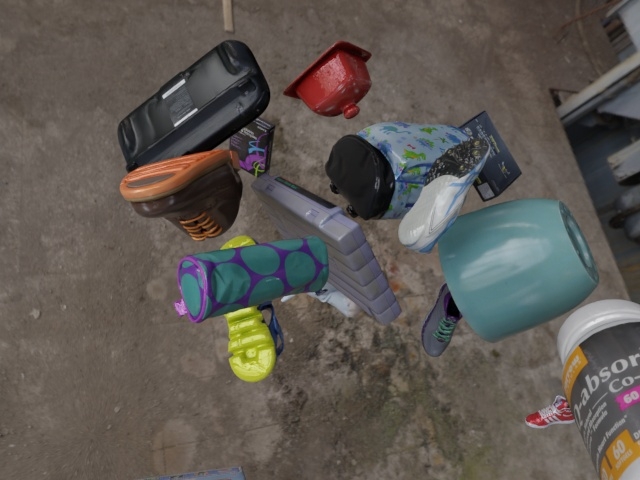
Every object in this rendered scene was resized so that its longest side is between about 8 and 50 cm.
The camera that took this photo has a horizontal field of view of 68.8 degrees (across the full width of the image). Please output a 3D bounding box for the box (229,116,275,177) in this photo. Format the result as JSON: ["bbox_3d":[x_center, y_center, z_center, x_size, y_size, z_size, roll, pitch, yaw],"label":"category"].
[{"bbox_3d":[-0.174,-0.241,1.165,0.116,0.162,0.029,30,47,15],"label":"box"}]

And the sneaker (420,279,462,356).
[{"bbox_3d":[0.311,0.207,1.185,0.083,0.098,0.223,13,106,4],"label":"sneaker"}]

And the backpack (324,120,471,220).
[{"bbox_3d":[0.237,-0.178,1.206,0.355,0.273,0.290,12,29,-29],"label":"backpack"}]

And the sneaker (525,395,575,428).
[{"bbox_3d":[0.548,0.408,1.112,0.118,0.067,0.042,-11,30,4],"label":"sneaker"}]

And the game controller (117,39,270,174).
[{"bbox_3d":[-0.242,-0.230,0.859,0.067,0.319,0.166,32,32,-60],"label":"game controller"}]

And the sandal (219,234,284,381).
[{"bbox_3d":[-0.152,0.145,1.024,0.126,0.138,0.317,-13,74,12],"label":"sandal"}]

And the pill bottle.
[{"bbox_3d":[0.364,0.186,0.509,0.162,0.162,0.278,40,23,-5],"label":"pill bottle"}]

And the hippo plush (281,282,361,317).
[{"bbox_3d":[0.029,0.062,1.386,0.294,0.236,0.234,12,55,24],"label":"hippo plush"}]

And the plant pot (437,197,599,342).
[{"bbox_3d":[0.429,0.044,0.990,0.293,0.235,0.293,32,45,-38],"label":"plant pot"}]

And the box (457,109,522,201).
[{"bbox_3d":[0.493,-0.256,1.404,0.183,0.059,0.232,-35,95,-38],"label":"box"}]

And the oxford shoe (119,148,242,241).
[{"bbox_3d":[-0.176,-0.061,0.702,0.130,0.363,0.132,-10,101,6],"label":"oxford shoe"}]

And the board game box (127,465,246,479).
[{"bbox_3d":[-0.304,0.565,0.973,0.308,0.302,0.086,-1,77,-14],"label":"board game box"}]

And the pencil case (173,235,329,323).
[{"bbox_3d":[-0.062,0.035,0.461,0.152,0.070,0.064,-9,65,-40],"label":"pencil case"}]

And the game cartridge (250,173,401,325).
[{"bbox_3d":[0.000,0.000,0.909,0.068,0.355,0.230,-35,125,-16],"label":"game cartridge"}]

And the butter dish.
[{"bbox_3d":[0.037,-0.295,0.925,0.118,0.160,0.160,60,30,6],"label":"butter dish"}]

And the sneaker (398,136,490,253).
[{"bbox_3d":[0.232,-0.081,0.863,0.086,0.237,0.085,24,14,-41],"label":"sneaker"}]
